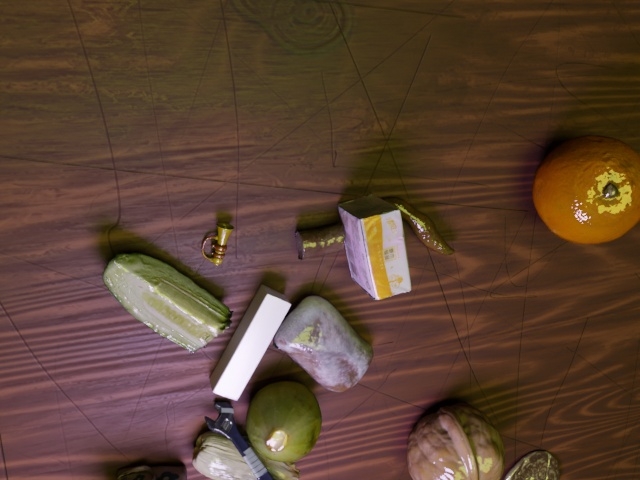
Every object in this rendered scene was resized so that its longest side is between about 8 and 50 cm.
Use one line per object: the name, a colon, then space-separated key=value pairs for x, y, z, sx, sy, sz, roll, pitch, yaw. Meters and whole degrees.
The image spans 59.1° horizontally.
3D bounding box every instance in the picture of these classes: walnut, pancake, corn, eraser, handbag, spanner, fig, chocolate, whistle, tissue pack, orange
walnut: x=0.407 y=0.647 z=1.697 sx=0.296 sy=0.285 sz=0.286 roll=-18 pitch=110 yaw=-7
pancake: x=0.740 y=0.858 z=1.990 sx=0.249 sy=0.031 sz=0.250 roll=-5 pitch=107 yaw=-18
corn: x=-0.204 y=0.614 z=1.557 sx=0.305 sy=0.123 sz=0.122 roll=23 pitch=95 yaw=-24
eraser: x=-0.188 y=0.269 z=1.491 sx=0.076 sy=0.078 sz=0.298 roll=28 pitch=95 yaw=-23
handbag: x=-0.445 y=0.698 z=1.440 sx=0.193 sy=0.251 sz=0.190 roll=6 pitch=97 yaw=-10
spanner: x=-0.199 y=0.570 z=1.502 sx=0.316 sy=0.024 sz=0.087 roll=53 pitch=39 yaw=8
fig: x=-0.095 y=0.494 z=1.501 sx=0.207 sy=0.230 sz=0.207 roll=-4 pitch=119 yaw=-8
chocolate: x=0.025 y=0.292 z=1.539 sx=0.185 sy=0.100 sz=0.303 roll=-49 pitch=116 yaw=-10
whistle: x=-0.260 y=0.010 z=1.415 sx=0.057 sy=0.046 sz=0.109 roll=11 pitch=108 yaw=-36
tissue pack: x=0.142 y=0.014 z=1.472 sx=0.124 sy=0.185 sz=0.225 roll=-17 pitch=110 yaw=-14
orange: x=0.755 y=-0.140 z=1.575 sx=0.311 sy=0.312 sz=0.313 roll=-5 pitch=106 yaw=-17

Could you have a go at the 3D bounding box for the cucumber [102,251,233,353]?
cucumber: x=-0.382 y=0.139 z=1.380 sx=0.325 sy=0.105 sz=0.145 roll=38 pitch=117 yaw=-24

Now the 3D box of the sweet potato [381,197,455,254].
sweet potato: x=0.278 y=-0.042 z=1.571 sx=0.273 sy=0.067 sz=0.067 roll=40 pitch=90 yaw=-18

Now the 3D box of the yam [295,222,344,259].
yam: x=0.001 y=0.003 z=1.480 sx=0.127 sy=0.084 sz=0.084 roll=-10 pitch=108 yaw=-13

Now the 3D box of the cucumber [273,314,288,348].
cucumber: x=-0.104 y=0.242 z=1.529 sx=0.048 sy=0.048 sz=0.105 roll=-1 pitch=101 yaw=-18
